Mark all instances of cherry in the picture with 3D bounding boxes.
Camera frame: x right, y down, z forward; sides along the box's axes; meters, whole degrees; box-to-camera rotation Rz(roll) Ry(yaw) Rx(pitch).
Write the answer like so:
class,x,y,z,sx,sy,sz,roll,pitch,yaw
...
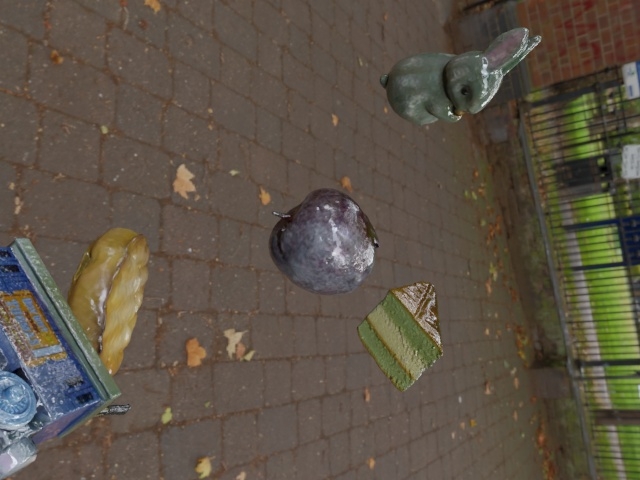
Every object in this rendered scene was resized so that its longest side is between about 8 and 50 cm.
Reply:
class,x,y,z,sx,sy,sz,roll,pitch,yaw
cherry,0.006,0.009,0.904,0.195,0.195,0.195,24,61,-56

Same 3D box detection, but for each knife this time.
class,x,y,z,sx,sy,sz,roll,pitch,yaw
knife,-0.396,0.273,0.749,0.021,0.222,0.045,-130,-138,-60

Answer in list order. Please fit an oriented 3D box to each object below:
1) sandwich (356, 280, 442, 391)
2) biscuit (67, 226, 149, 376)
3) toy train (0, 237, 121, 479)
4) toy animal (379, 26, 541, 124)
class,x,y,z,sx,sy,sz,roll,pitch,yaw
sandwich,0.174,0.165,0.925,0.187,0.117,0.144,-2,47,-54
biscuit,-0.413,0.118,0.982,0.296,0.102,0.296,-167,-90,-84
toy train,-0.405,0.135,0.631,0.299,0.131,0.202,55,12,9
toy animal,0.216,-0.252,0.802,0.127,0.251,0.125,-24,103,-30
